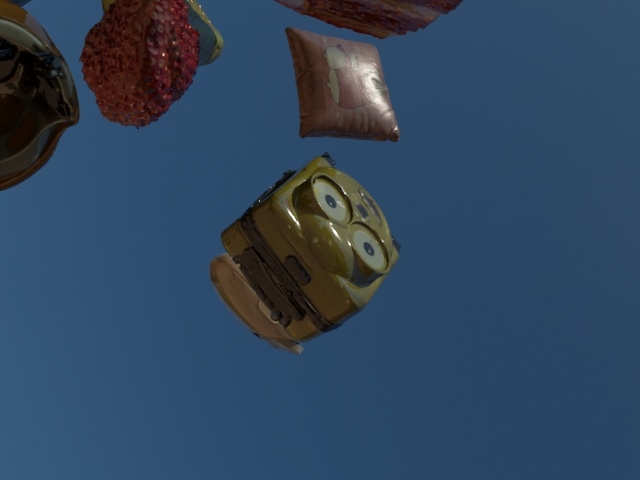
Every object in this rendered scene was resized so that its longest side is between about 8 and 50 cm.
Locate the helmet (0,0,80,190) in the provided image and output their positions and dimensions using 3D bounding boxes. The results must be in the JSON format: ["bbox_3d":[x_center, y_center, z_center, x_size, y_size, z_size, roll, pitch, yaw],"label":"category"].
[{"bbox_3d":[-0.356,-0.162,0.932,0.130,0.199,0.224,62,-26,28],"label":"helmet"}]

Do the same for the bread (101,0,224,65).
[{"bbox_3d":[-0.271,-0.367,1.555,0.112,0.383,0.166,-33,-85,10],"label":"bread"}]

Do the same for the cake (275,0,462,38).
[{"bbox_3d":[0.081,-0.500,1.501,0.319,0.270,0.269,170,-71,-68],"label":"cake"}]

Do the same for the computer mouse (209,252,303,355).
[{"bbox_3d":[-0.122,0.122,1.702,0.236,0.082,0.145,51,-16,-20],"label":"computer mouse"}]

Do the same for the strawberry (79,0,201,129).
[{"bbox_3d":[-0.239,-0.240,1.253,0.236,0.175,0.106,79,-11,-53],"label":"strawberry"}]

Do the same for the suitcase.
[{"bbox_3d":[0.000,0.000,1.190,0.143,0.235,0.194,-33,-82,30],"label":"suitcase"}]

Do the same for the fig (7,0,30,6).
[{"bbox_3d":[-0.344,-0.348,0.982,0.369,0.286,0.286,24,-64,22],"label":"fig"}]

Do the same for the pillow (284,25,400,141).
[{"bbox_3d":[0.039,-0.291,1.739,0.084,0.223,0.236,-36,-123,50],"label":"pillow"}]
